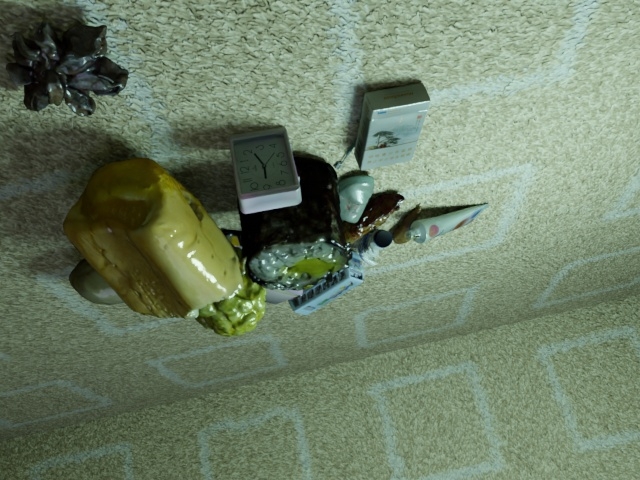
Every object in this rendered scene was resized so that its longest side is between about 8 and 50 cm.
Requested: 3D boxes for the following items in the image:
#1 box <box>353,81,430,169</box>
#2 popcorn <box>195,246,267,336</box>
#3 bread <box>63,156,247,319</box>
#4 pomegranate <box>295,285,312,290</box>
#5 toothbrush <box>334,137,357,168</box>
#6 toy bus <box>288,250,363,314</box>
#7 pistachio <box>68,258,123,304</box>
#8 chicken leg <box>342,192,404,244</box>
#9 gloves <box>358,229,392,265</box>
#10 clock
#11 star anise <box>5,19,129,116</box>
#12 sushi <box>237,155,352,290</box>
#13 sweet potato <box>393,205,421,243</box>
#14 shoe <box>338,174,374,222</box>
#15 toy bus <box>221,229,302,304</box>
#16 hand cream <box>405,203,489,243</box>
[{"bbox_3d":[0.173,-0.278,1.431,0.150,0.067,0.233,-14,152,-12],"label":"box"},{"bbox_3d":[-0.262,0.157,1.603,0.235,0.250,0.242,-42,120,16],"label":"popcorn"},{"bbox_3d":[-0.396,-0.021,1.398,0.361,0.250,0.394,-4,131,33],"label":"bread"},{"bbox_3d":[-0.037,0.062,1.809,0.222,0.203,0.276,-33,128,17],"label":"pomegranate"},{"bbox_3d":[0.077,-0.241,1.532,0.014,0.011,0.167,7,147,-23],"label":"toothbrush"},{"bbox_3d":[0.011,0.159,2.129,0.330,0.135,0.109,-34,144,33],"label":"toy bus"},{"bbox_3d":[-0.603,0.119,1.736,0.288,0.166,0.197,4,133,-30],"label":"pistachio"},{"bbox_3d":[0.134,-0.047,1.831,0.323,0.083,0.177,-36,164,14],"label":"chicken leg"},{"bbox_3d":[0.182,0.020,1.974,0.119,0.097,0.229,-40,168,-21],"label":"gloves"},{"bbox_3d":[-0.132,-0.171,1.369,0.150,0.197,0.063,-10,151,-6],"label":"clock"},{"bbox_3d":[-0.472,-0.304,1.072,0.214,0.098,0.220,3,150,-11],"label":"star anise"},{"bbox_3d":[-0.076,-0.039,1.538,0.300,0.294,0.281,-20,152,14],"label":"sushi"},{"bbox_3d":[0.298,-0.039,1.963,0.068,0.068,0.226,-2,150,-22],"label":"sweet potato"},{"bbox_3d":[0.076,-0.100,1.708,0.103,0.100,0.251,4,152,-30],"label":"shoe"},{"bbox_3d":[-0.216,0.099,1.886,0.171,0.162,0.386,-28,149,29],"label":"toy bus"},{"bbox_3d":[0.425,-0.054,1.947,0.341,0.077,0.124,-14,155,-30],"label":"hand cream"}]
